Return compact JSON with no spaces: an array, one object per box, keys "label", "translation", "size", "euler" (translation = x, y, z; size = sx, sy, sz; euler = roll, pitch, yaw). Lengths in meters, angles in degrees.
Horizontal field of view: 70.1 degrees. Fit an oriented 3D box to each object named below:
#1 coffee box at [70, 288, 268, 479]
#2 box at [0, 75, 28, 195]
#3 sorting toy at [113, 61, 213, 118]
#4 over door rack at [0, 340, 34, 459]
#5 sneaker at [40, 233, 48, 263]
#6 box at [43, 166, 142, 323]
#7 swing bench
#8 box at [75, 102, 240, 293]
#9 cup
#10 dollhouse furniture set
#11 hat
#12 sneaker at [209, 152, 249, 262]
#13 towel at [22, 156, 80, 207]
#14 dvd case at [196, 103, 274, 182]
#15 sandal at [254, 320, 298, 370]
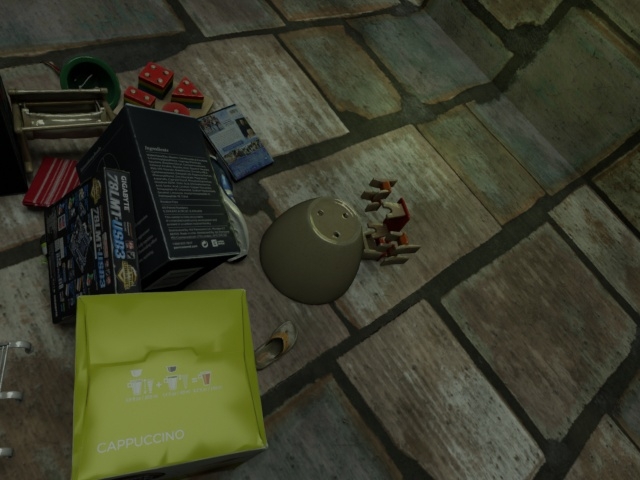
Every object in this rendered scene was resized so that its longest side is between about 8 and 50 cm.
[{"label":"coffee box","translation":[-0.335,0.327,0.988],"size":[0.337,0.334,0.339],"euler":[0,60,-24]},{"label":"box","translation":[-0.890,-0.328,1.148],"size":[0.178,0.343,0.313],"euler":[-15,67,-29]},{"label":"sorting toy","translation":[-0.525,-0.477,1.562],"size":[0.255,0.089,0.257],"euler":[23,53,-9]},{"label":"over door rack","translation":[-0.781,0.342,0.939],"size":[0.323,0.108,0.240],"euler":[-4,61,-9]},{"label":"sneaker","translation":[-0.626,0.013,1.234],"size":[0.234,0.084,0.097],"euler":[-13,89,-28]},{"label":"box","translation":[-0.534,0.021,1.056],"size":[0.073,0.293,0.296],"euler":[6,68,-55]},{"label":"swing bench","translation":[-0.736,-0.345,1.320],"size":[0.253,0.165,0.255],"euler":[-13,56,-29]},{"label":"box","translation":[-0.422,-0.085,1.166],"size":[0.211,0.293,0.396],"euler":[-5,71,-52]},{"label":"cup","translation":[0.000,0.000,1.403],"size":[0.330,0.237,0.331],"euler":[11,57,-17]},{"label":"dollhouse furniture set","translation":[0.225,-0.037,1.510],"size":[0.135,0.259,0.262],"euler":[-2,61,-21]},{"label":"hat","translation":[-0.782,-0.523,1.518],"size":[0.172,0.183,0.209],"euler":[-31,119,-24]},{"label":"sneaker","translation":[-0.300,-0.115,1.413],"size":[0.236,0.130,0.323],"euler":[-88,153,-68]},{"label":"towel","translation":[-0.673,-0.151,1.306],"size":[0.274,0.031,0.199],"euler":[8,48,-15]},{"label":"dvd case","translation":[-0.297,-0.341,1.585],"size":[0.180,0.022,0.253],"euler":[-35,92,-35]},{"label":"sandal","translation":[-0.124,0.293,1.281],"size":[0.072,0.049,0.180],"euler":[47,53,9]}]
